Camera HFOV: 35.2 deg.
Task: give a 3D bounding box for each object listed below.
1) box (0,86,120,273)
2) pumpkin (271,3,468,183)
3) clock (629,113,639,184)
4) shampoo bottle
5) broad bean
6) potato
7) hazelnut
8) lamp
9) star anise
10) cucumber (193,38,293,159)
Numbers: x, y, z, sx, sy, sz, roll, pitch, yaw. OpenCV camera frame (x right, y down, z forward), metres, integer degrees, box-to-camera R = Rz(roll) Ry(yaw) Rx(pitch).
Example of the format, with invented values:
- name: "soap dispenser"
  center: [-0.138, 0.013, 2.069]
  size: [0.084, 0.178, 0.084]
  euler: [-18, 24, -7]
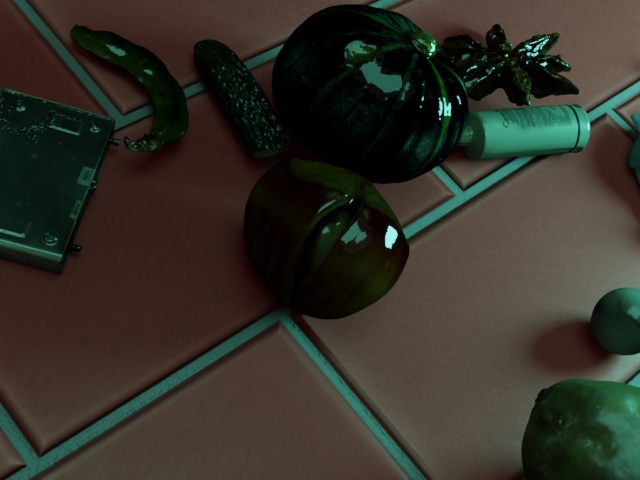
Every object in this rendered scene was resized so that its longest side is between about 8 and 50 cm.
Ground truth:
- name: "box"
  center: [-0.416, -0.093, 1.449]
  size: [0.211, 0.045, 0.270]
  euler: [16, 54, -5]
- name: "pumpkin"
  center: [0.090, -0.238, 1.570]
  size: [0.315, 0.238, 0.315]
  euler: [24, 37, -19]
- name: "clock"
  center: [0.663, -0.133, 1.778]
  size: [0.223, 0.094, 0.274]
  euler: [-14, 64, -26]
- name: "shampoo bottle"
  center: [0.326, -0.183, 1.713]
  size: [0.262, 0.085, 0.085]
  euler: [-6, 60, -20]
- name: "broad bean"
  center: [-0.285, -0.241, 1.573]
  size: [0.144, 0.049, 0.292]
  euler: [-4, 50, -37]
- name: "potato"
  center: [0.419, 0.315, 1.329]
  size: [0.326, 0.221, 0.243]
  euler: [15, 64, -19]
- name: "hazelnut"
  center: [0.000, 0.000, 1.435]
  size: [0.251, 0.217, 0.217]
  euler: [38, 54, 21]
- name: "lamp"
  center: [0.466, 0.124, 1.542]
  size: [0.105, 0.105, 0.105]
  euler: [8, 56, -12]
- name: "star anise"
  center: [0.329, -0.306, 1.769]
  size: [0.288, 0.088, 0.288]
  euler: [3, 37, -2]
- name: "cucumber"
  center: [-0.126, -0.230, 1.610]
  size: [0.077, 0.077, 0.265]
  euler: [-19, 66, -27]
